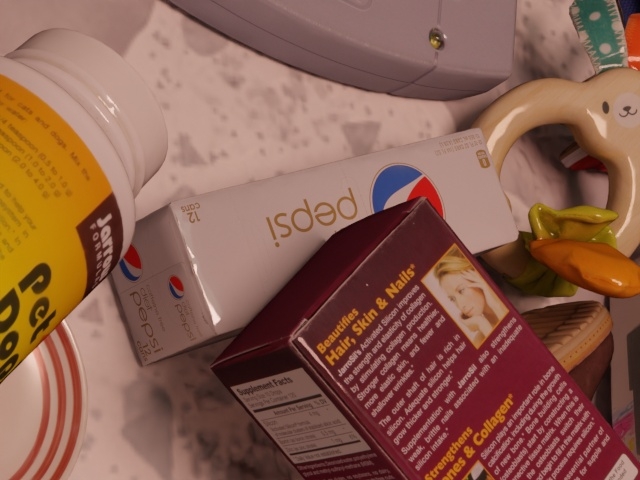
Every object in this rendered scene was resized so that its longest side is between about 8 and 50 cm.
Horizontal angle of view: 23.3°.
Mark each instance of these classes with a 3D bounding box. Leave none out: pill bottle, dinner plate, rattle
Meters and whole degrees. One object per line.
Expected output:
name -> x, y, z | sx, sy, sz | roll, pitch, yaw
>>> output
pill bottle -> -0.157, 0.002, 0.639 | 0.117, 0.117, 0.215 | 50, 52, -12
dinner plate -> -0.170, 0.067, 0.693 | 0.141, 0.017, 0.141 | 13, 67, -34
rattle -> 0.166, -0.066, 0.891 | 0.130, 0.143, 0.199 | 37, 81, 5

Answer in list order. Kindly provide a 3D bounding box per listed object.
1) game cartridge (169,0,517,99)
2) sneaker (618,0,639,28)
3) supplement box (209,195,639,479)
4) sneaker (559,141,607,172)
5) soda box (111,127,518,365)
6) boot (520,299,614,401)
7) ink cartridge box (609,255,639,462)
game cartridge -> -0.008, -0.197, 0.885 | 0.294, 0.060, 0.196 | 22, 59, -31
sneaker -> 0.270, -0.122, 1.047 | 0.131, 0.112, 0.296 | -32, 85, -34
supplement box -> 0.055, 0.088, 0.716 | 0.188, 0.081, 0.104 | 50, 57, -10
sneaker -> 0.205, -0.049, 1.003 | 0.118, 0.042, 0.067 | -25, 87, -42
soda box -> 0.000, 0.000, 0.808 | 0.216, 0.074, 0.069 | -17, 85, -40
boot -> 0.111, 0.168, 0.848 | 0.248, 0.090, 0.206 | -38, 111, -41
ink cartridge box -> 0.286, 0.114, 0.919 | 0.207, 0.119, 0.353 | 23, 51, -20
